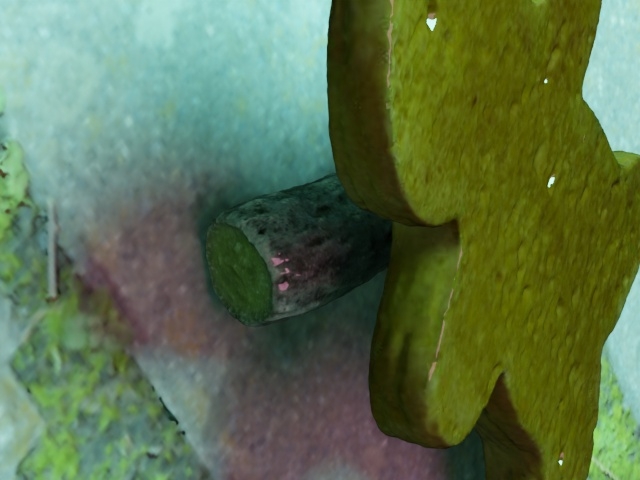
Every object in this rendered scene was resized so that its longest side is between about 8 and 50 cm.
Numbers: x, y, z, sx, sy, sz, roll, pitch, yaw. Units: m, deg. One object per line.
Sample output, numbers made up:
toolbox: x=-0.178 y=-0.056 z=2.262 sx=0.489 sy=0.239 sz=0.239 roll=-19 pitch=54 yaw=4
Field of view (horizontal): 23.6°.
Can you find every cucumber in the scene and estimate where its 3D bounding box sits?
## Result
cucumber: x=-0.002 y=0.001 z=0.757 sx=0.112 sy=0.064 sz=0.064 roll=-23 pitch=110 yaw=-42

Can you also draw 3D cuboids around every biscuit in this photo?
biscuit: x=0.082 y=-0.024 z=0.774 sx=0.432 sy=0.064 sz=0.283 roll=49 pitch=55 yaw=-57
